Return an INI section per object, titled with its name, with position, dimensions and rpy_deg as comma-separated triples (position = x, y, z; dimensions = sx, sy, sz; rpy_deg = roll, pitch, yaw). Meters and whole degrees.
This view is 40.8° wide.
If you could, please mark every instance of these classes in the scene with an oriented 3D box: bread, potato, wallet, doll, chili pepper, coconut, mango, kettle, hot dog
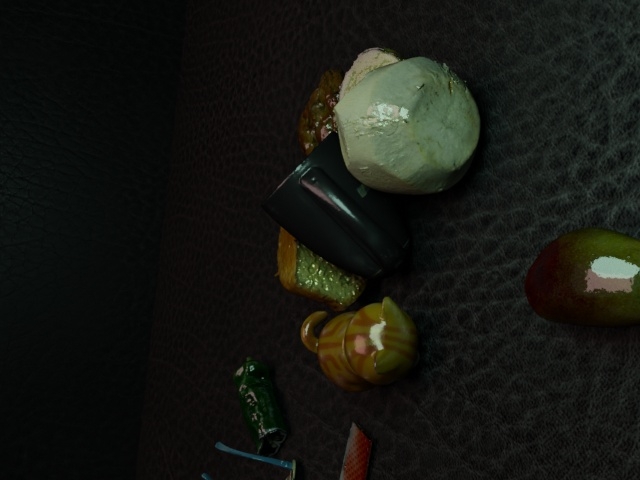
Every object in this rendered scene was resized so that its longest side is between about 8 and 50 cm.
[bread]
position = 0.000, 0.000, 1.862
dimensions = 0.179, 0.194, 0.340
rpy_deg = 143, 134, -60
[potato]
position = 0.121, -0.302, 1.800
dimensions = 0.164, 0.081, 0.200
rpy_deg = 27, 109, 24
[wallet]
position = 0.070, 0.486, 1.785
dimensions = 0.103, 0.020, 0.196
rpy_deg = -151, 70, -65
[doll]
position = 0.091, 0.202, 1.653
dimensions = 0.270, 0.162, 0.166
rpy_deg = -25, 61, 58
[chili pepper]
position = -0.160, 0.415, 2.230
dimensions = 0.136, 0.099, 0.270
rpy_deg = 87, 165, -49
[coconut]
position = 0.147, -0.203, 1.540
dimensions = 0.247, 0.245, 0.245
rpy_deg = 3, 86, 59
[mango]
position = 0.368, 0.048, 1.141
dimensions = 0.267, 0.111, 0.133
rpy_deg = -7, 66, 60
[kettle]
position = 0.053, -0.040, 1.650
dimensions = 0.207, 0.290, 0.268
rpy_deg = -44, 4, 0
[hot dog]
position = 0.029, -0.282, 1.971
dimensions = 0.196, 0.122, 0.272
rpy_deg = -58, 35, 35

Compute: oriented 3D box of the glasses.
[glasses]
position = -0.162, 0.565, 2.092
dimensions = 0.088, 0.221, 0.189
rpy_deg = -49, -15, -55
